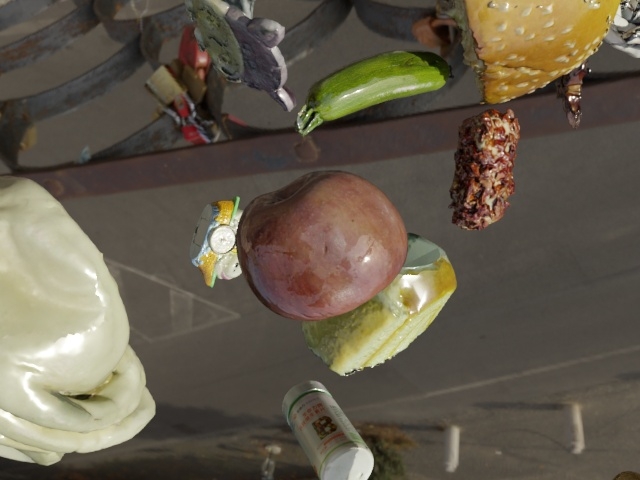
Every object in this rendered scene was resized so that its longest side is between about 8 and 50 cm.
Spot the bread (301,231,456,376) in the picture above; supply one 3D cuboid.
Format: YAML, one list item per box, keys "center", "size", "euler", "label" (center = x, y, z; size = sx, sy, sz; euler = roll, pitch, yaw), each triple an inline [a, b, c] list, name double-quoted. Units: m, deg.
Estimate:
- center: [0.154, 0.131, 1.560]
  size: [0.239, 0.395, 0.264]
  euler: [41, 133, 22]
  label: "bread"

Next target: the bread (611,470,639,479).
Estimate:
- center: [0.241, 0.280, 0.489]
  size: [0.081, 0.134, 0.225]
  euler: [12, 148, 28]
  label: "bread"

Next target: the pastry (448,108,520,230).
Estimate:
- center: [0.275, -0.117, 1.056]
  size: [0.115, 0.209, 0.097]
  euler: [3, -173, -34]
  label: "pastry"

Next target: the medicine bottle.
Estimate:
- center: [0.007, 0.304, 0.985]
  size: [0.086, 0.183, 0.086]
  euler: [-8, 112, -21]
  label: "medicine bottle"

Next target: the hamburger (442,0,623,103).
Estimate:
- center: [0.316, -0.381, 0.916]
  size: [0.286, 0.268, 0.445]
  euler: [-19, 163, 19]
  label: "hamburger"

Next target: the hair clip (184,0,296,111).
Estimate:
- center: [-0.093, -0.239, 0.722]
  size: [0.146, 0.056, 0.187]
  euler: [31, 151, 15]
  label: "hair clip"

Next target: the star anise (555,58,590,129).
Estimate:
- center: [0.530, -0.337, 1.331]
  size: [0.053, 0.157, 0.213]
  euler: [-7, 127, 11]
  label: "star anise"

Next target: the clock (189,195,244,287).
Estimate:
- center: [-0.233, 0.004, 1.531]
  size: [0.144, 0.231, 0.103]
  euler: [19, -176, -35]
  label: "clock"

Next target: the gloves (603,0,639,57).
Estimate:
- center: [0.561, -0.378, 1.099]
  size: [0.212, 0.128, 0.111]
  euler: [7, 170, -5]
  label: "gloves"

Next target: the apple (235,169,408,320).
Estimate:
- center: [0.000, 0.000, 1.123]
  size: [0.305, 0.306, 0.235]
  euler: [-18, 107, 31]
  label: "apple"

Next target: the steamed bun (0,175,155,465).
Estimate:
- center: [-0.307, 0.084, 0.551]
  size: [0.280, 0.207, 0.268]
  euler: [22, 136, 38]
  label: "steamed bun"

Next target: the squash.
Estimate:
- center: [0.091, -0.236, 0.929]
  size: [0.071, 0.318, 0.080]
  euler: [12, 121, 57]
  label: "squash"
